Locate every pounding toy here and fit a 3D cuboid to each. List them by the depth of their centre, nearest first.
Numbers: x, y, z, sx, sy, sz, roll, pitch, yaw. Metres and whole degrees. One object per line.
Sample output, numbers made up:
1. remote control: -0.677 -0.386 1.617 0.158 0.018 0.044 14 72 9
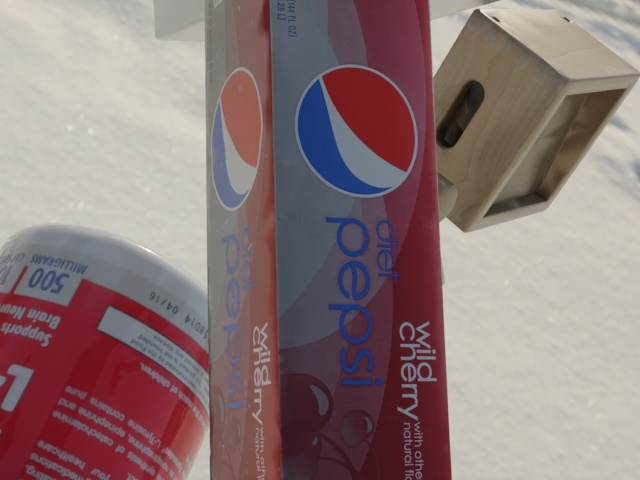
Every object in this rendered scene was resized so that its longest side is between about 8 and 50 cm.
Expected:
1. pounding toy: 0.095 -0.063 0.846 0.094 0.181 0.206 44 30 22

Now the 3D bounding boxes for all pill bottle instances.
1. pill bottle: -0.236 0.207 0.983 0.229 0.229 0.407 26 61 -6

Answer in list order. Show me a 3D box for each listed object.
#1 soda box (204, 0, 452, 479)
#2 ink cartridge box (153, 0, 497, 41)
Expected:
1. soda box: 0.000 0.000 0.570 0.084 0.092 0.263 2 80 -25
2. ink cartridge box: -0.003 -0.335 0.802 0.160 0.279 0.384 -6 92 -29
